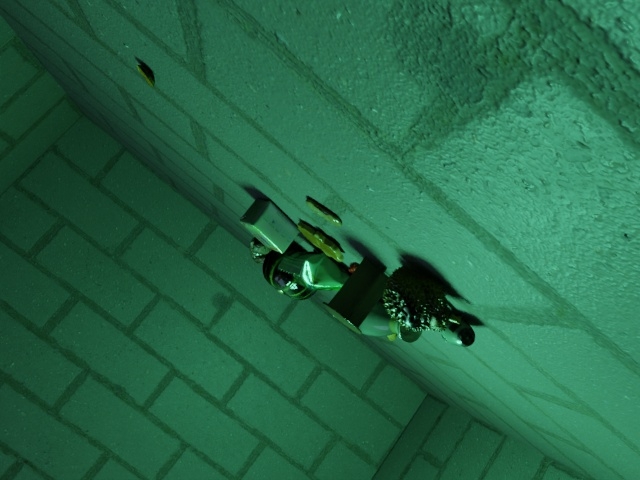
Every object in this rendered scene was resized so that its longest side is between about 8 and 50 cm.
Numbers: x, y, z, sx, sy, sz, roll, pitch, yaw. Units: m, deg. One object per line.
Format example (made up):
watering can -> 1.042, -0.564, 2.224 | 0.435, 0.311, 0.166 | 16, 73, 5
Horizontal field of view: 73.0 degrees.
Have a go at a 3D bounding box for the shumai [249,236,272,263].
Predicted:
shumai -> -0.333, 0.027, 2.562 | 0.218, 0.183, 0.186 | -140, 40, -62

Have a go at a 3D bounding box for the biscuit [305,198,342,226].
biscuit -> 0.009, -0.089, 1.388 | 0.147, 0.018, 0.071 | 33, 169, 18

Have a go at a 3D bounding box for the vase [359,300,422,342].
vase -> 0.290, 0.345, 1.853 | 0.173, 0.173, 0.321 | 43, 160, -21

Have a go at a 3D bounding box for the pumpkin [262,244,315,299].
pumpkin -> -0.148, 0.168, 2.246 | 0.323, 0.241, 0.323 | 39, 169, 9

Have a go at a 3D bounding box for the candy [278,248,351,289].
candy -> 0.039, 0.164, 1.907 | 0.397, 0.172, 0.263 | 29, 176, -19

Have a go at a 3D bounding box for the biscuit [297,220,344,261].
biscuit -> 0.000, 0.000, 1.698 | 0.225, 0.036, 0.166 | 33, 166, 35

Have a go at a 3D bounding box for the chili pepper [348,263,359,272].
chili pepper -> 0.134, 0.117, 1.748 | 0.045, 0.027, 0.178 | 39, 170, -8

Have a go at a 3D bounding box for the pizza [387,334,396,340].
pizza -> 0.244, 0.382, 2.227 | 0.409, 0.114, 0.277 | 48, 160, -27

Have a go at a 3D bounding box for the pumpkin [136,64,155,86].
pumpkin -> -0.552, -0.531, 1.380 | 0.083, 0.028, 0.050 | 47, 166, 0

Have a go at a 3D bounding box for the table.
table -> 0.140, 0.183, 1.501 | 0.167, 0.227, 0.167 | 37, 168, 9

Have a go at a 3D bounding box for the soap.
soap -> -0.219, -0.064, 1.854 | 0.199, 0.138, 0.182 | 46, 165, -27

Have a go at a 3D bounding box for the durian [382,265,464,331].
durian -> 0.278, 0.192, 1.241 | 0.237, 0.137, 0.194 | 25, 126, 29

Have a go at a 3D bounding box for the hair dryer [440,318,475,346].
hair dryer -> 0.370, 0.221, 1.397 | 0.267, 0.092, 0.229 | 51, 175, 6
